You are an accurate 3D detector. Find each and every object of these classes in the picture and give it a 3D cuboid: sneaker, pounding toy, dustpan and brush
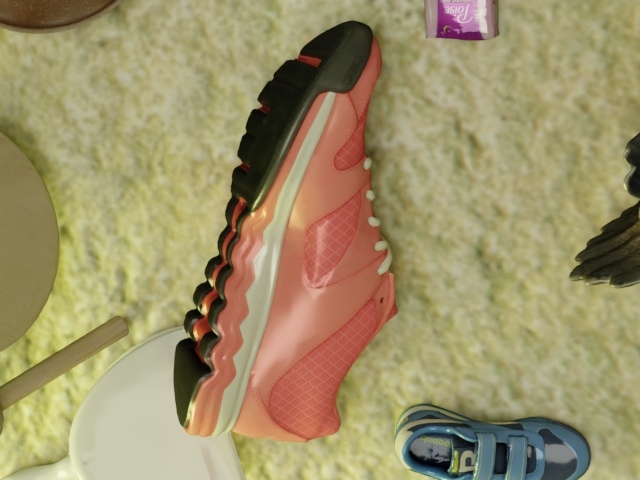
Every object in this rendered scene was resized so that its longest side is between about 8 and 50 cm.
[{"bbox_3d":[0.000,0.000,1.379,0.136,0.116,0.314,16,102,-17],"label":"sneaker"},{"bbox_3d":[-0.281,0.025,1.421,0.110,0.183,0.237,-11,115,53],"label":"pounding toy"},{"bbox_3d":[0.120,0.154,1.392,0.144,0.059,0.053,5,101,11],"label":"sneaker"},{"bbox_3d":[-0.163,0.162,1.466,0.211,0.060,0.147,-19,85,10],"label":"dustpan and brush"}]

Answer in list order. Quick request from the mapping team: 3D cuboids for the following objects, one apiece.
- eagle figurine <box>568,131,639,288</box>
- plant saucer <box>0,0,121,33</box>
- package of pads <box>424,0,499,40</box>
[{"bbox_3d":[0.322,-0.048,1.216,0.298,0.225,0.226,9,115,3],"label":"eagle figurine"},{"bbox_3d":[-0.201,-0.248,1.389,0.198,0.036,0.198,3,103,12],"label":"plant saucer"},{"bbox_3d":[0.096,-0.179,1.340,0.050,0.032,0.083,1,102,15],"label":"package of pads"}]
